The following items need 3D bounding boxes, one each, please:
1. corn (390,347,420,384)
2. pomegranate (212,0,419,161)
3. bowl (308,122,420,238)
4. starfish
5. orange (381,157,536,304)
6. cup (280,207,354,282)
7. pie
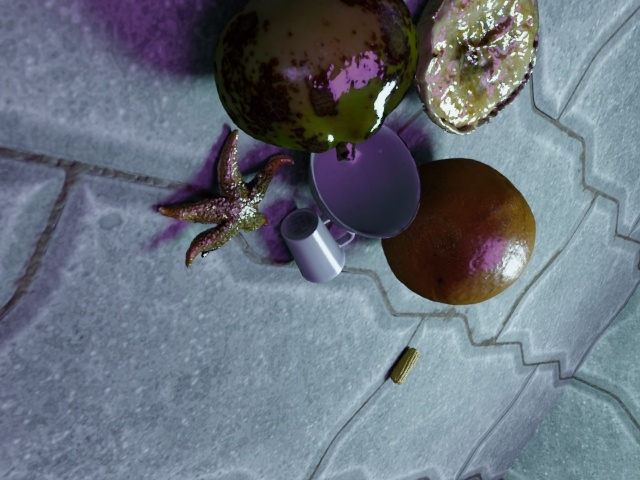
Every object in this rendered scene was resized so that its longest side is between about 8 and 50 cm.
[{"bbox_3d":[0.190,0.280,1.663,0.092,0.037,0.037,-55,147,4],"label":"corn"},{"bbox_3d":[-0.010,-0.228,0.807,0.221,0.204,0.277,-22,134,-16],"label":"pomegranate"},{"bbox_3d":[0.048,-0.083,1.087,0.189,0.189,0.086,-27,180,-34],"label":"bowl"},{"bbox_3d":[-0.115,-0.063,0.978,0.208,0.053,0.176,-31,131,-39],"label":"starfish"},{"bbox_3d":[0.233,-0.018,1.252,0.264,0.264,0.264,-31,141,-30],"label":"orange"},{"bbox_3d":[0.000,0.000,1.138,0.104,0.074,0.116,-30,140,-1],"label":"cup"},{"bbox_3d":[0.244,-0.296,1.150,0.274,0.055,0.274,-19,125,-31],"label":"pie"}]
